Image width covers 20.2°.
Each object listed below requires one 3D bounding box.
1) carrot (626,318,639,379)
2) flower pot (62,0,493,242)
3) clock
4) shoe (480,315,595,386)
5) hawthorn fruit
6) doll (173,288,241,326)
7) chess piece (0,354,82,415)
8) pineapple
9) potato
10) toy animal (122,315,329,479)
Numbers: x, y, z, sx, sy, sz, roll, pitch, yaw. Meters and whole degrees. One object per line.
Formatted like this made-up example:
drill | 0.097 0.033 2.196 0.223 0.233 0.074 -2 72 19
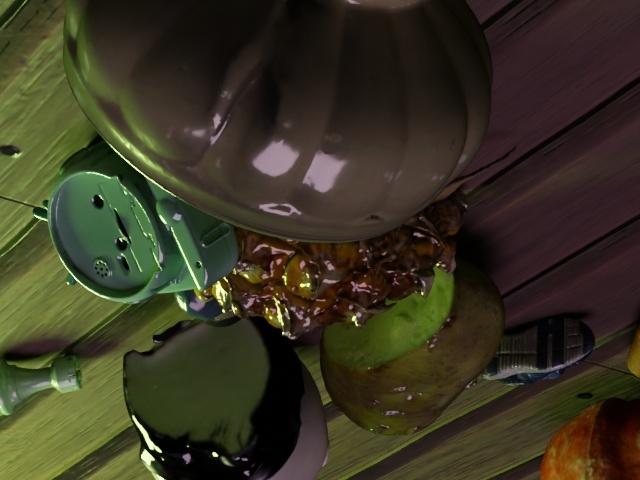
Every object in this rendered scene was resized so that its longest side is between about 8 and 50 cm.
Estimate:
carrot | 0.365 0.107 1.973 0.048 0.048 0.139 -2 150 3
flower pot | -0.001 -0.178 1.186 0.307 0.307 0.244 13 130 -23
clock | -0.181 -0.013 1.628 0.211 0.159 0.066 -20 -170 39
shoe | 0.246 0.129 1.997 0.143 0.064 0.071 -19 146 37
hawthorn fruit | 0.390 0.320 2.141 0.242 0.271 0.242 -2 158 -1
doll | -0.101 0.041 1.790 0.102 0.089 0.179 36 177 12
chess piece | -0.328 0.160 2.059 0.103 0.067 0.067 -12 152 1
pineapple | 0.000 -0.003 1.643 0.335 0.161 0.158 5 150 -5
potato | 0.094 0.101 1.868 0.176 0.141 0.298 -4 148 -22
toy animal | -0.104 0.192 1.981 0.213 0.212 0.266 -4 155 7
